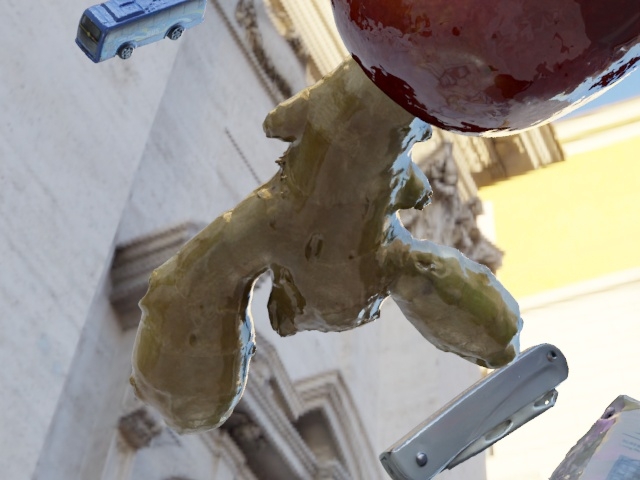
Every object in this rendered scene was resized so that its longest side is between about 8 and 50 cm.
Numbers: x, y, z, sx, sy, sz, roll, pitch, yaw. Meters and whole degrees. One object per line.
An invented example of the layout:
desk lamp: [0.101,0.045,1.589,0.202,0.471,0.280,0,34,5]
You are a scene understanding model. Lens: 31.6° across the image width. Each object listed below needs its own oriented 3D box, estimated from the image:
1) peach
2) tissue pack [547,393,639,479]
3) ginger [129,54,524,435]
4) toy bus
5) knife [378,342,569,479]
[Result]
peach: [0.123,-0.171,0.710,0.244,0.243,0.199,-9,-39,11]
tissue pack: [0.220,0.213,0.582,0.257,0.215,0.123,38,-61,13]
ginger: [-0.014,-0.005,0.987,0.363,0.122,0.348,-8,-63,7]
toy bus: [-0.199,-0.249,1.261,0.051,0.153,0.061,46,-38,22]
knife: [0.181,0.196,1.263,0.073,0.266,0.040,57,-30,10]
